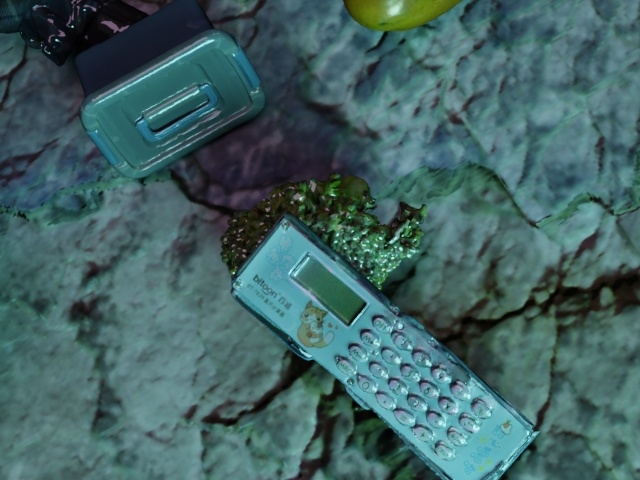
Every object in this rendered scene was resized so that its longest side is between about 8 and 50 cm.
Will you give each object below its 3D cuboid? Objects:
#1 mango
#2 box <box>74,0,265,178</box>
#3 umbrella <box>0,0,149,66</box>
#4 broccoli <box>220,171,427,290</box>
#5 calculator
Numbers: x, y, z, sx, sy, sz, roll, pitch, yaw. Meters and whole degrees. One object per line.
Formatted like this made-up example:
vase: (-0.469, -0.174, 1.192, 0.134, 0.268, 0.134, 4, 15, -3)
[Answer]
mango: (0.055, -0.167, 1.035, 0.080, 0.060, 0.114, 22, 79, 26)
box: (-0.090, -0.090, 1.040, 0.099, 0.074, 0.054, -28, 49, 2)
umbrella: (-0.192, -0.170, 1.106, 0.224, 0.080, 0.071, 29, 43, 21)
broccoli: (0.000, 0.000, 0.983, 0.095, 0.097, 0.092, 37, 36, 4)
calculator: (0.030, 0.060, 0.931, 0.172, 0.018, 0.057, 42, 104, 6)
